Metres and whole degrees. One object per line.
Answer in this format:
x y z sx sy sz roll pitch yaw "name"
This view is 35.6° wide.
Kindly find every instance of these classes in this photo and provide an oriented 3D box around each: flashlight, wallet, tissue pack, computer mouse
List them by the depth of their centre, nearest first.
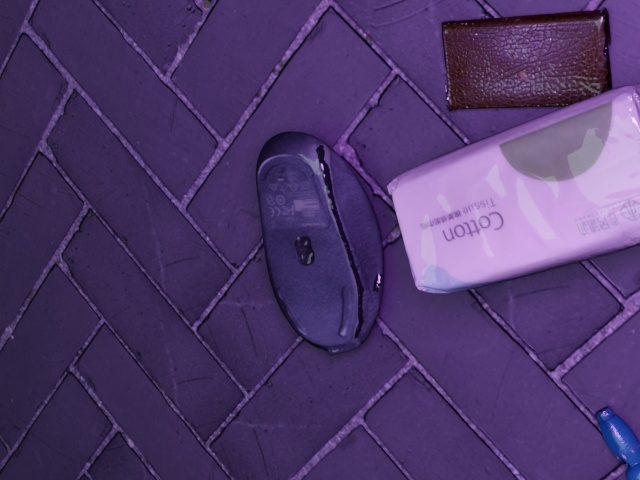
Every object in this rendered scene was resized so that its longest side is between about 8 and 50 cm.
0.306 -0.063 1.305 0.356 0.266 0.194 -19 86 35 "tissue pack"
0.288 -0.252 1.406 0.243 0.039 0.133 2 110 33 "wallet"
0.446 0.300 1.444 0.051 0.051 0.129 -37 78 35 "flashlight"
0.003 -0.001 1.616 0.203 0.114 0.374 0 110 31 "computer mouse"
